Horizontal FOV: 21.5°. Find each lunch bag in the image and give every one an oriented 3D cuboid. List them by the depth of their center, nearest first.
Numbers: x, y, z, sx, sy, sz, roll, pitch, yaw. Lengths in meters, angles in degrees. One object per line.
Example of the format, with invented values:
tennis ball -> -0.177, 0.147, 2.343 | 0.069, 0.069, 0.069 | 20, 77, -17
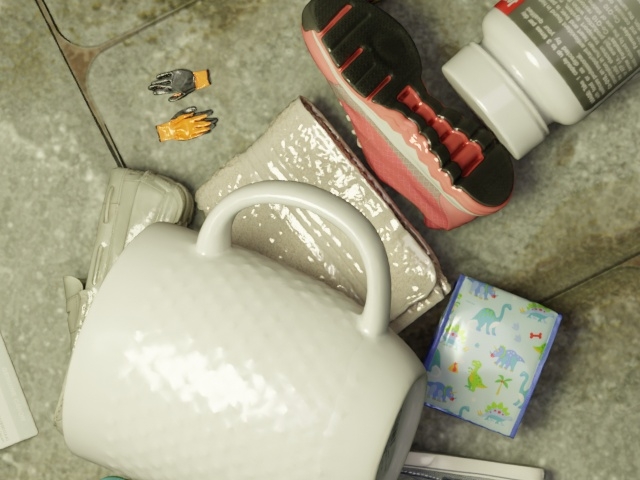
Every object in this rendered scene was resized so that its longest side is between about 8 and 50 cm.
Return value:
lunch bag -> 0.186, 0.132, 1.897 | 0.129, 0.096, 0.151 | 21, 81, 4

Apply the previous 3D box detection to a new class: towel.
towel -> 0.000, 0.000, 1.912 | 0.187, 0.049, 0.282 | -41, 86, 19

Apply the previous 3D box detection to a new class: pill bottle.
pill bottle -> 0.283, -0.232, 1.861 | 0.283, 0.161, 0.161 | -40, 87, 2

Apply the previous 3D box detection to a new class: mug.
mug -> -0.055, 0.116, 1.784 | 0.328, 0.276, 0.374 | 19, 109, 14

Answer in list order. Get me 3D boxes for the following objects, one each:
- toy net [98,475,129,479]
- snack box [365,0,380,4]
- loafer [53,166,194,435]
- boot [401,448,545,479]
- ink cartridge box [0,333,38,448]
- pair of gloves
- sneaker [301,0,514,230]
toy net -> -0.157, 0.295, 1.946 | 0.232, 0.045, 0.122 | 10, 88, 2
snack box -> 0.101, -0.382, 1.921 | 0.207, 0.070, 0.174 | -22, 88, 2
loafer -> -0.244, 0.072, 1.926 | 0.111, 0.112, 0.319 | 19, 84, 11
boot -> 0.157, 0.288, 1.909 | 0.190, 0.069, 0.086 | 8, 87, 2
ink cartridge box -> -0.485, 0.143, 1.936 | 0.239, 0.060, 0.275 | -20, 88, -35
pair of gloves -> -0.161, -0.159, 1.966 | 0.074, 0.010, 0.083 | -10, 88, 4
sneaker -> 0.071, -0.131, 1.887 | 0.314, 0.136, 0.116 | 50, 52, 0
